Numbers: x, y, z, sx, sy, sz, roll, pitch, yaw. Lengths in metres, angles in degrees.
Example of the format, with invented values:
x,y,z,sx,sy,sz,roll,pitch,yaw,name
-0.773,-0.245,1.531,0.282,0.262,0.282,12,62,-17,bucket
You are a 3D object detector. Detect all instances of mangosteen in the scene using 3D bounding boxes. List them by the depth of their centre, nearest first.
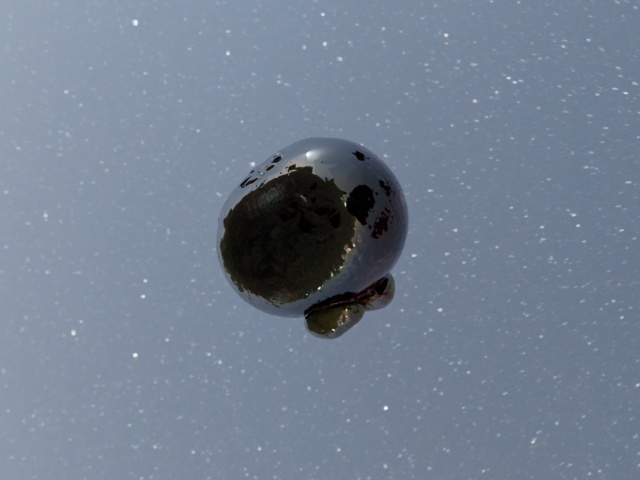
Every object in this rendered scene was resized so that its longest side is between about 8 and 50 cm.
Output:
x,y,z,sx,sy,sz,roll,pitch,yaw,name
0.000,0.000,0.521,0.152,0.152,0.153,7,-80,44,mangosteen
